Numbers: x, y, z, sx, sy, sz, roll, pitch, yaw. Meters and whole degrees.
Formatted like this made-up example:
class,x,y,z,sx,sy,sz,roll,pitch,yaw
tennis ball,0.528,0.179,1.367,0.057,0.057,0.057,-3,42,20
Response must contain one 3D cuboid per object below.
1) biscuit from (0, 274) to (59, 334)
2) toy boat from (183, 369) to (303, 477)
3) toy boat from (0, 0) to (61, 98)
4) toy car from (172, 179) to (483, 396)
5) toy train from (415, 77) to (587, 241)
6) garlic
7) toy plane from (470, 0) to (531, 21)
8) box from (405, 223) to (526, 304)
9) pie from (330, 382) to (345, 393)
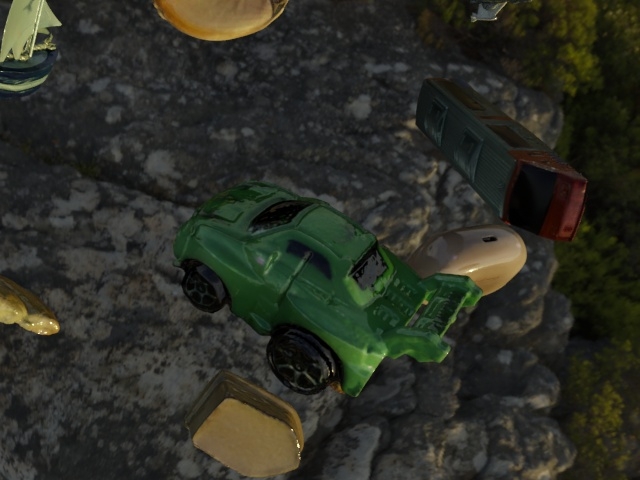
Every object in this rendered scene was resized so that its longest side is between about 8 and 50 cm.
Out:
class,x,y,z,sx,sy,sz,roll,pitch,yaw
biscuit,-0.475,0.042,0.875,0.154,0.299,0.045,33,87,34
toy boat,-0.098,0.283,1.016,0.188,0.116,0.061,34,10,-22
toy boat,-0.531,-0.396,1.291,0.070,0.210,0.292,26,93,-3
toy car,-0.002,0.044,0.876,0.358,0.176,0.213,37,41,10
toy train,0.220,-0.124,0.929,0.089,0.086,0.409,2,28,-11
garlic,-0.173,-0.524,1.263,0.313,0.249,0.286,10,86,-13
toy plane,0.201,-0.295,0.675,0.082,0.234,0.160,1,104,-36
box,0.224,0.038,1.072,0.200,0.146,0.088,-6,58,-29
pie,0.037,0.278,1.488,0.088,0.191,0.033,23,47,1
